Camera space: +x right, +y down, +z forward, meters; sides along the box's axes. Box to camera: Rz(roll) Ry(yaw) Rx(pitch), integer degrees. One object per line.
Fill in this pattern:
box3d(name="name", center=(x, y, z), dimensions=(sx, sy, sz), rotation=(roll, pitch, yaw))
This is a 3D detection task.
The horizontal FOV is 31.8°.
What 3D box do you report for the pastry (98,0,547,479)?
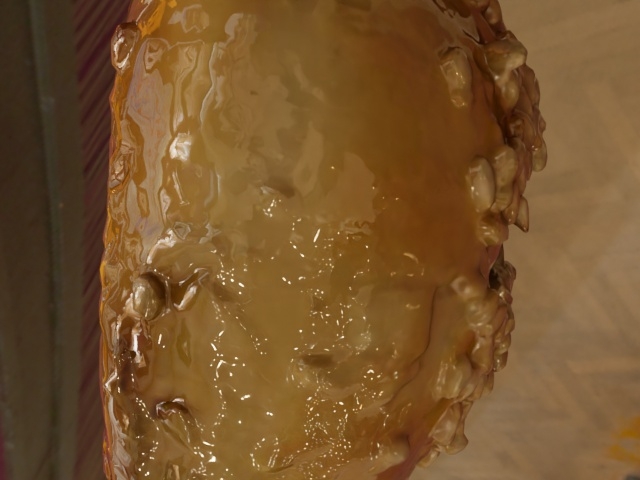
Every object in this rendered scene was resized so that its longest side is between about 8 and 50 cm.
box3d(name="pastry", center=(0.000, 0.000, 0.510), dimensions=(0.184, 0.284, 0.316), rotation=(4, 123, -6))
